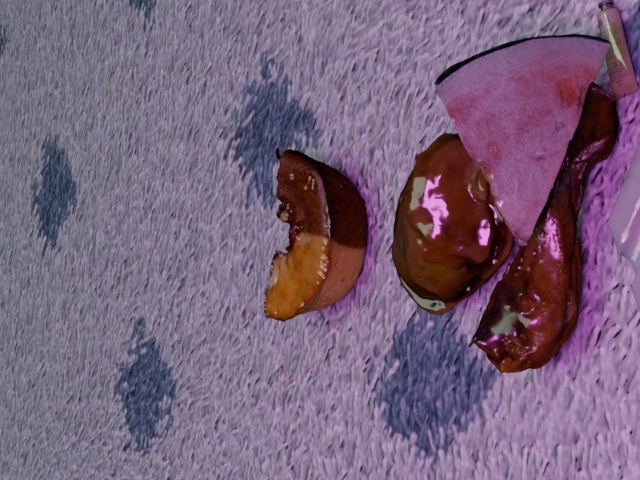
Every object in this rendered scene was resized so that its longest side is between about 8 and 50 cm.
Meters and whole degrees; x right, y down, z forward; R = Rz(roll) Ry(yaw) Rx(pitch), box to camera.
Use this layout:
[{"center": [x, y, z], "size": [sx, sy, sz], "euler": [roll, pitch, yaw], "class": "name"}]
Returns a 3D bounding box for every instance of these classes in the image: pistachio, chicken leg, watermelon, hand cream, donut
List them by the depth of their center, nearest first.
[{"center": [0.175, -0.106, 1.213], "size": [0.207, 0.136, 0.202], "euler": [85, -150, -72], "class": "watermelon"}, {"center": [0.234, -0.008, 1.246], "size": [0.093, 0.113, 0.304], "euler": [19, 98, 23], "class": "chicken leg"}, {"center": [0.296, -0.192, 1.255], "size": [0.035, 0.022, 0.102], "euler": [-23, 73, 50], "class": "hand cream"}, {"center": [0.137, -0.016, 1.358], "size": [0.165, 0.130, 0.210], "euler": [39, 125, 45], "class": "pistachio"}, {"center": [-0.001, 0.002, 1.577], "size": [0.141, 0.085, 0.217], "euler": [18, 101, 53], "class": "donut"}]

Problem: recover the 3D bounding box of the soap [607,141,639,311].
[{"center": [0.381, -0.073, 1.043], "size": [0.208, 0.115, 0.347], "euler": [39, 117, 49], "class": "soap"}]
